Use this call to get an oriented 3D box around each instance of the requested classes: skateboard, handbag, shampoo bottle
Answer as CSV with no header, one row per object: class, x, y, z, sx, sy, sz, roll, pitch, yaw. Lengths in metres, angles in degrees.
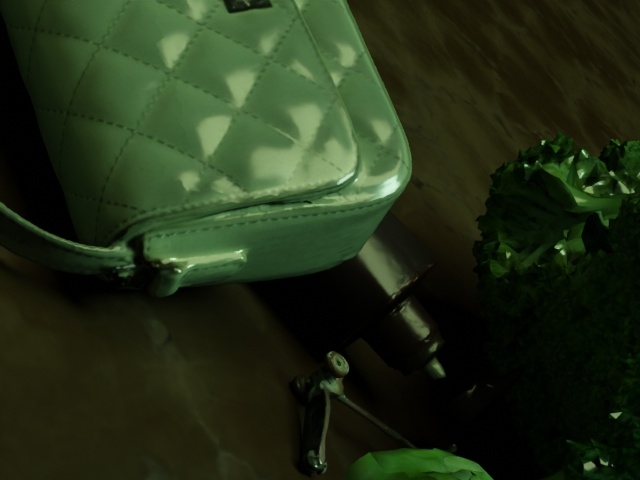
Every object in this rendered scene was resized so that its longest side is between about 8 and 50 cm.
skateboard,0.025,0.098,0.715,0.083,0.032,0.064,34,37,-27
handbag,-0.091,-0.092,0.676,0.219,0.079,0.256,-7,60,-31
shampoo bottle,0.002,-0.001,0.768,0.236,0.068,0.067,49,25,3

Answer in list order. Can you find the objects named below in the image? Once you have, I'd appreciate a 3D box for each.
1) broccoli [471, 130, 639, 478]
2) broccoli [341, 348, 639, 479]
broccoli,0.247,0.066,0.827,0.413,0.321,0.310,24,63,-49
broccoli,0.095,0.158,0.543,0.269,0.254,0.269,49,-12,15
